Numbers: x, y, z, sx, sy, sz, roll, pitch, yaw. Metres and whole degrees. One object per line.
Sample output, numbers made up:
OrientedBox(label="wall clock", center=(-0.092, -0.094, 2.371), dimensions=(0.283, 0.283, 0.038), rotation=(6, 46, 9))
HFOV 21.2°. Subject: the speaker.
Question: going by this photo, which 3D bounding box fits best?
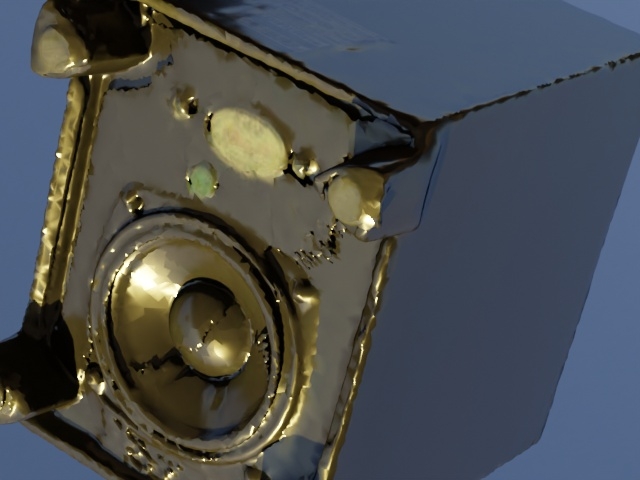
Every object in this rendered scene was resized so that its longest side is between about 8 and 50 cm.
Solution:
OrientedBox(label="speaker", center=(0.000, 0.000, 0.775), dimensions=(0.184, 0.232, 0.254), rotation=(28, -152, 27))
